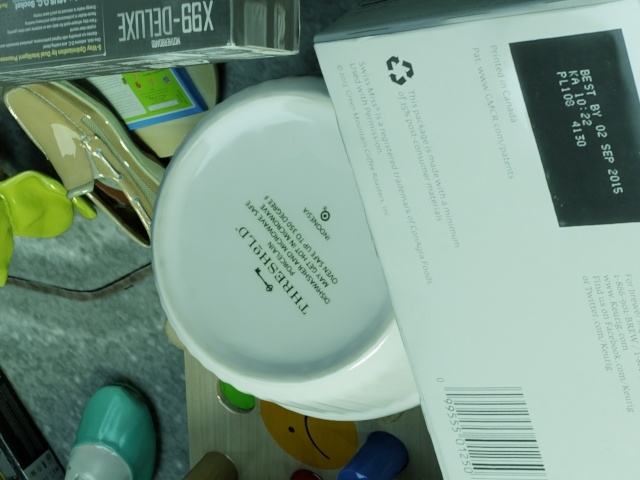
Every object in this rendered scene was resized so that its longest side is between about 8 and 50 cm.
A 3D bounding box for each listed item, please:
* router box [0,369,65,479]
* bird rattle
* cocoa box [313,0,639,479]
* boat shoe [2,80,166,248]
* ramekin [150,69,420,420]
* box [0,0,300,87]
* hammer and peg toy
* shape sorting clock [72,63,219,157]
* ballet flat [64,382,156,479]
[{"bbox_3d":[-0.345,0.210,1.901,0.133,0.046,0.179,-16,109,43],"label":"router box"},{"bbox_3d":[-0.331,-0.079,1.644,0.253,0.143,0.207,57,151,-5],"label":"bird rattle"},{"bbox_3d":[0.186,-0.027,1.197,0.231,0.228,0.347,-4,115,34],"label":"cocoa box"},{"bbox_3d":[-0.192,-0.066,1.536,0.190,0.072,0.068,40,142,-23],"label":"boat shoe"},{"bbox_3d":[0.000,0.000,1.354,0.273,0.127,0.272,-1,87,24],"label":"ramekin"},{"bbox_3d":[-0.155,-0.244,1.351,0.307,0.076,0.242,-3,88,38],"label":"box"},{"bbox_3d":[0.004,0.191,1.569,0.266,0.127,0.361,17,128,25],"label":"hammer and peg toy"},{"bbox_3d":[-0.173,-0.156,1.524,0.206,0.040,0.206,18,138,17],"label":"shape sorting clock"},{"bbox_3d":[-0.216,0.247,1.798,0.083,0.087,0.247,24,132,8],"label":"ballet flat"}]
